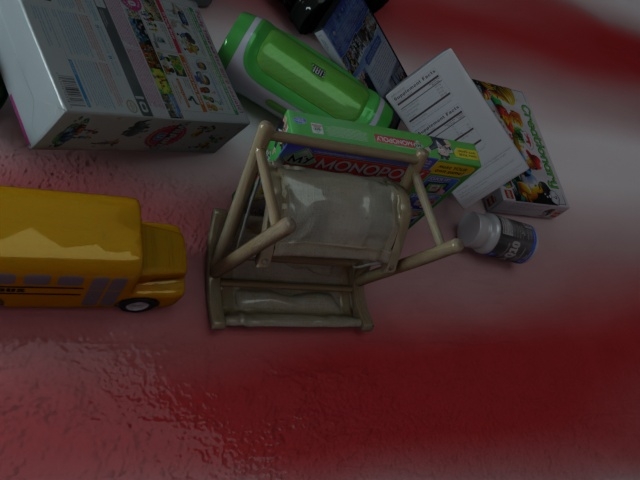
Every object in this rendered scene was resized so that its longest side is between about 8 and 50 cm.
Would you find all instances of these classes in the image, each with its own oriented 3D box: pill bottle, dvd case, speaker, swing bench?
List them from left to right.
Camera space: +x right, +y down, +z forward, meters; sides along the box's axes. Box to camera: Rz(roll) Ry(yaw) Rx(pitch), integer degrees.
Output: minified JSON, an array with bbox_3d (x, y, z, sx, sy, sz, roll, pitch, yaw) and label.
[{"bbox_3d":[-0.027,-0.252,1.009,0.296,0.131,0.131,30,53,-13],"label":"speaker"},{"bbox_3d":[0.000,0.000,0.807,0.253,0.255,0.165,5,55,-29],"label":"swing bench"},{"bbox_3d":[0.090,-0.330,1.117,0.253,0.022,0.180,52,45,-31],"label":"dvd case"},{"bbox_3d":[0.326,-0.007,1.109,0.137,0.078,0.078,13,58,-24],"label":"pill bottle"}]

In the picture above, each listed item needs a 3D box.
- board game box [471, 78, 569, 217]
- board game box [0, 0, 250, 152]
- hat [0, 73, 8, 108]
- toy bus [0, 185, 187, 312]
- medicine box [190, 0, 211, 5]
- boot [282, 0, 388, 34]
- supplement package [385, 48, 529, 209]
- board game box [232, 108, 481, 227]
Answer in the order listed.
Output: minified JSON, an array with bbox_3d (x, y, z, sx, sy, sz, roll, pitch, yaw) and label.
[{"bbox_3d":[0.396,-0.197,1.273,0.192,0.053,0.306,3,63,-30],"label":"board game box"},{"bbox_3d":[-0.265,-0.235,0.813,0.303,0.097,0.224,-10,73,-53],"label":"board game box"},{"bbox_3d":[-0.433,-0.207,0.672,0.208,0.183,0.173,26,84,-27],"label":"hat"},{"bbox_3d":[-0.317,0.010,0.686,0.332,0.130,0.108,4,62,-29],"label":"toy bus"},{"bbox_3d":[-0.252,-0.585,0.973,0.149,0.263,0.290,-14,72,-36],"label":"medicine box"},{"bbox_3d":[0.004,-0.578,1.206,0.347,0.131,0.260,-31,82,-38],"label":"boot"},{"bbox_3d":[0.240,-0.202,1.073,0.244,0.133,0.139,53,17,-10],"label":"supplement package"},{"bbox_3d":[0.052,-0.090,0.907,0.317,0.213,0.046,4,61,-28],"label":"board game box"}]
